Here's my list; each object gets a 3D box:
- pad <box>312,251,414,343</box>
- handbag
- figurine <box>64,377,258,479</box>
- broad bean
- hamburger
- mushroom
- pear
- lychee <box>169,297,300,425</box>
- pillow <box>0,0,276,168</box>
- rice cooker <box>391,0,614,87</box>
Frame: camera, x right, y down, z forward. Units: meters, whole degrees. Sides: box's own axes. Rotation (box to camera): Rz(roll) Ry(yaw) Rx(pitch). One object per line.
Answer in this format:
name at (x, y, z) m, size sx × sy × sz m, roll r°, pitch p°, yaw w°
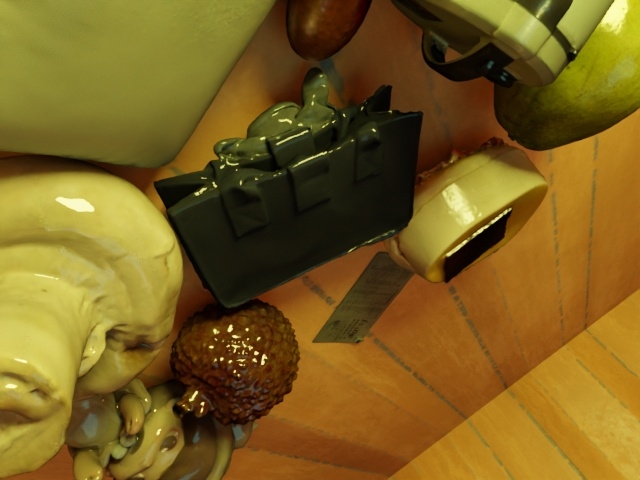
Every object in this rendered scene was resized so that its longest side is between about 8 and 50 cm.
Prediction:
pad at (0.105, 0.135, 0.983) m, size 0.160 × 0.009 × 0.265 m, roll 11°, pitch 121°, yaw -41°
handbag at (-0.031, -0.067, 0.602) m, size 0.326 × 0.118 × 0.269 m, roll -26°, pitch 147°, yaw -14°
figurine at (-0.296, 0.316, 0.744) m, size 0.248 × 0.203 × 0.380 m, roll -50°, pitch 127°, yaw -6°
broad bean at (0.017, -0.266, 0.463) m, size 0.114 × 0.084 × 0.165 m, roll -21°, pitch 145°, yaw -38°
hamburger at (0.248, -0.052, 0.796) m, size 0.295 × 0.151 × 0.227 m, roll -30°, pitch 147°, yaw -19°
mushroom at (-0.272, 0.082, 0.430) m, size 0.293 × 0.290 × 0.292 m, roll -11°, pitch 128°, yaw -14°
pear at (0.361, -0.251, 0.631) m, size 0.212 × 0.212 × 0.269 m, roll 16°, pitch 123°, yaw -44°
lychee at (-0.138, 0.193, 0.718) m, size 0.238 × 0.200 × 0.200 m, roll -40°, pitch 152°, yaw -44°
pillow at (-0.147, -0.193, 0.352) m, size 0.322 × 0.120 × 0.255 m, roll -47°, pitch 159°, yaw 25°
rice cooker at (0.193, -0.285, 0.468) m, size 0.226 × 0.226 × 0.244 m, roll 9°, pitch 118°, yaw -41°
